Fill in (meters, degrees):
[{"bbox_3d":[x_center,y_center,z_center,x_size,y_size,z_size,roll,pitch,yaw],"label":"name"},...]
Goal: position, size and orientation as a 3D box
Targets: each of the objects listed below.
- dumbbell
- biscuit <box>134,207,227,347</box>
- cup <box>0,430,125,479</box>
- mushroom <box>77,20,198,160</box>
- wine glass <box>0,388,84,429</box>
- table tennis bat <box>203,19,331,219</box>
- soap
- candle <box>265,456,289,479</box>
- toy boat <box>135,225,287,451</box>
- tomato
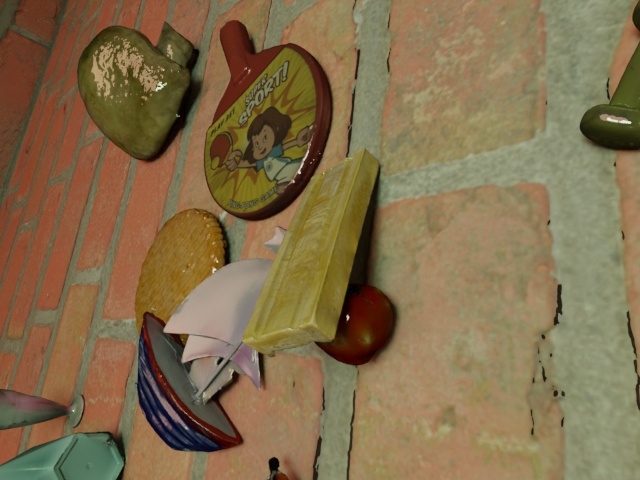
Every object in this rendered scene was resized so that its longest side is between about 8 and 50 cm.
[{"bbox_3d":[0.249,-0.131,0.333,0.052,0.046,0.118,26,93,40],"label":"dumbbell"},{"bbox_3d":[-0.236,0.064,0.723,0.253,0.035,0.254,-17,64,39],"label":"biscuit"},{"bbox_3d":[-0.438,0.402,0.728,0.235,0.148,0.134,-29,89,27],"label":"cup"},{"bbox_3d":[-0.392,-0.325,0.916,0.292,0.212,0.217,-46,40,12],"label":"mushroom"},{"bbox_3d":[-0.545,0.323,0.828,0.073,0.155,0.074,-16,65,38],"label":"wine glass"},{"bbox_3d":[-0.107,-0.219,0.705,0.268,0.051,0.415,-36,55,28],"label":"table tennis bat"},{"bbox_3d":[-0.001,-0.001,0.454,0.092,0.037,0.252,-23,34,36],"label":"soap"},{"bbox_3d":[0.008,0.337,0.373,0.084,0.059,0.302,-37,53,12],"label":"candle"},{"bbox_3d":[-0.153,0.117,0.583,0.218,0.072,0.319,17,87,26],"label":"toy boat"},{"bbox_3d":[0.029,0.084,0.435,0.087,0.087,0.075,5,107,44],"label":"tomato"}]
